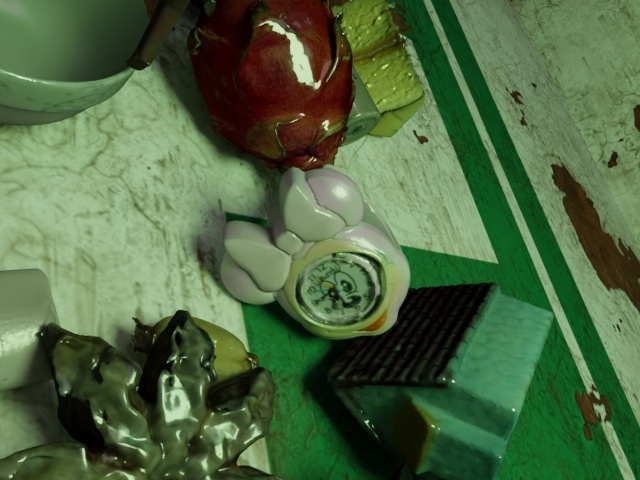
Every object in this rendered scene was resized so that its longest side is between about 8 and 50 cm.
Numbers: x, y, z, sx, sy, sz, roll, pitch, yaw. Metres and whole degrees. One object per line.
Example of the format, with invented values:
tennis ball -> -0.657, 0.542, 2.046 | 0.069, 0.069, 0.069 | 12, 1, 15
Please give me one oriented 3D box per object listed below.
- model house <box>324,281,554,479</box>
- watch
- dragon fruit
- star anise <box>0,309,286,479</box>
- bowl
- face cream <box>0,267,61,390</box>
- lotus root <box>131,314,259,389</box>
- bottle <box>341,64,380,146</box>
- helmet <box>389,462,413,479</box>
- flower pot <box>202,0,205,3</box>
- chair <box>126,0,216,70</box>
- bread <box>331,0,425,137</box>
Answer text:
model house -> 0.136, 0.192, 0.771 | 0.249, 0.230, 0.280 | 19, 28, 23
watch -> 0.000, 0.000, 0.782 | 0.248, 0.211, 0.217 | 45, 21, -22
dragon fruit -> -0.068, -0.245, 0.822 | 0.250, 0.250, 0.315 | -24, 121, -51
star anise -> -0.136, 0.212, 0.495 | 0.332, 0.118, 0.331 | 13, 69, -36
bowl -> -0.342, -0.237, 0.615 | 0.287, 0.144, 0.287 | 25, 47, -31
face cream -> -0.339, 0.083, 0.440 | 0.269, 0.073, 0.107 | -5, 72, -47
lotus root -> -0.137, 0.120, 0.625 | 0.150, 0.062, 0.073 | 23, 70, -29
bottle -> 0.009, -0.289, 1.035 | 0.110, 0.110, 0.233 | -13, 72, -49
helmet -> 0.032, 0.356, 0.533 | 0.279, 0.160, 0.230 | -90, 162, -52
flower pot -> -0.190, -0.487, 0.936 | 0.203, 0.212, 0.212 | 33, 41, -2
chair -> -0.163, -0.353, 0.631 | 0.183, 0.176, 0.326 | 47, 34, -29
bread -> 0.081, -0.335, 1.140 | 0.178, 0.142, 0.266 | -16, 71, -7
